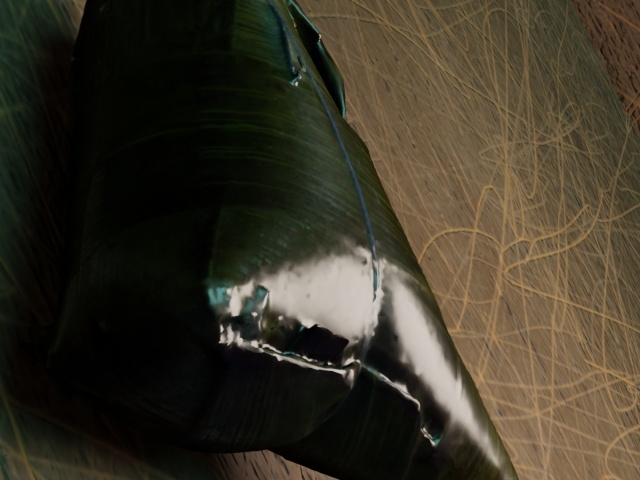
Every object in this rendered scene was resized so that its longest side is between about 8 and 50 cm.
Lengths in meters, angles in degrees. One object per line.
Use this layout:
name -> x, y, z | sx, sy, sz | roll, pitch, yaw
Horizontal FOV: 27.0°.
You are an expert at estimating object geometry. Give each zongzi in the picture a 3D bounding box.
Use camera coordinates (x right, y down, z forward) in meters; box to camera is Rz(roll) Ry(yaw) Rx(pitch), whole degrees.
zongzi -> 0.000, 0.000, 1.009 | 0.432, 0.208, 0.403 | 29, 41, -37
